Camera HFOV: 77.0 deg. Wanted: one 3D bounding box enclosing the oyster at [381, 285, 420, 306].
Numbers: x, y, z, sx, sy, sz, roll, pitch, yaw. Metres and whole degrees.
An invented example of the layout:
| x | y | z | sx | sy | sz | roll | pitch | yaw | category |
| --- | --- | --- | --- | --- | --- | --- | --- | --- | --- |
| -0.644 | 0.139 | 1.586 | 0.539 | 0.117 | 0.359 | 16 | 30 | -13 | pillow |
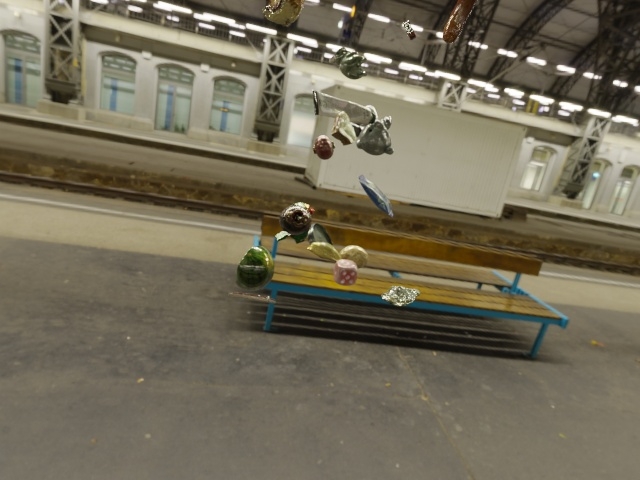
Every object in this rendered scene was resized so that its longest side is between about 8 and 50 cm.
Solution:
| x | y | z | sx | sy | sz | roll | pitch | yaw | category |
| --- | --- | --- | --- | --- | --- | --- | --- | --- | --- |
| 0.343 | 0.239 | 1.742 | 0.125 | 0.064 | 0.177 | 34 | 33 | 33 | oyster |

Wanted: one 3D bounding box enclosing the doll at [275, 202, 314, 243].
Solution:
| x | y | z | sx | sy | sz | roll | pitch | yaw | category |
| --- | --- | --- | --- | --- | --- | --- | --- | --- | --- |
| -0.102 | -0.076 | 1.727 | 0.134 | 0.186 | 0.106 | 8 | 31 | -30 | doll |

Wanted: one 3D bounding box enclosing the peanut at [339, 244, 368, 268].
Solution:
| x | y | z | sx | sy | sz | roll | pitch | yaw | category |
| --- | --- | --- | --- | --- | --- | --- | --- | --- | --- |
| 0.171 | 0.088 | 2.094 | 0.159 | 0.109 | 0.140 | 6 | -23 | -5 | peanut |

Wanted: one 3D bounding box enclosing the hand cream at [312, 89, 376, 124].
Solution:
| x | y | z | sx | sy | sz | roll | pitch | yaw | category |
| --- | --- | --- | --- | --- | --- | --- | --- | --- | --- |
| 0.113 | -0.607 | 1.877 | 0.336 | 0.121 | 0.076 | 4 | -18 | -30 | hand cream |

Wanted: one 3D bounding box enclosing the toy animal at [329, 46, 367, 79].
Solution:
| x | y | z | sx | sy | sz | roll | pitch | yaw | category |
| --- | --- | --- | --- | --- | --- | --- | --- | --- | --- |
| 0.123 | -0.911 | 2.040 | 0.127 | 0.125 | 0.251 | -5 | 39 | -44 | toy animal |

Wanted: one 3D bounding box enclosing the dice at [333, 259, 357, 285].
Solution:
| x | y | z | sx | sy | sz | roll | pitch | yaw | category |
| --- | --- | --- | --- | --- | --- | --- | --- | --- | --- |
| 0.111 | 0.143 | 1.798 | 0.091 | 0.094 | 0.093 | 5 | 23 | -13 | dice |

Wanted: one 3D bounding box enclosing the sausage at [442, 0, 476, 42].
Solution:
| x | y | z | sx | sy | sz | roll | pitch | yaw | category |
| --- | --- | --- | --- | --- | --- | --- | --- | --- | --- |
| 0.642 | -1.040 | 1.800 | 0.076 | 0.302 | 0.102 | 25 | 33 | -3 | sausage |

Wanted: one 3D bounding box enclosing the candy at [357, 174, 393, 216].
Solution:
| x | y | z | sx | sy | sz | roll | pitch | yaw | category |
| --- | --- | --- | --- | --- | --- | --- | --- | --- | --- |
| 0.346 | -0.283 | 2.520 | 0.331 | 0.077 | 0.187 | 47 | 19 | -2 | candy |

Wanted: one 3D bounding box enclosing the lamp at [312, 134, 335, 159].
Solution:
| x | y | z | sx | sy | sz | roll | pitch | yaw | category |
| --- | --- | --- | --- | --- | --- | --- | --- | --- | --- |
| 0.014 | -0.374 | 1.620 | 0.090 | 0.101 | 0.101 | -17 | 14 | 5 | lamp |

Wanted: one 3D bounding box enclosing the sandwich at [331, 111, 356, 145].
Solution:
| x | y | z | sx | sy | sz | roll | pitch | yaw | category |
| --- | --- | --- | --- | --- | --- | --- | --- | --- | --- |
| 0.082 | -0.375 | 1.350 | 0.036 | 0.104 | 0.093 | -11 | -29 | 43 | sandwich |

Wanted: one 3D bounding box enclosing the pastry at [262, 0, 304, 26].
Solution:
| x | y | z | sx | sy | sz | roll | pitch | yaw | category |
| --- | --- | --- | --- | --- | --- | --- | --- | --- | --- |
| -0.159 | -1.220 | 2.024 | 0.170 | 0.255 | 0.237 | 24 | -31 | -39 | pastry |

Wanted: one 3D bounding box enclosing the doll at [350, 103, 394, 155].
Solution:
| x | y | z | sx | sy | sz | roll | pitch | yaw | category |
| --- | --- | --- | --- | --- | --- | --- | --- | --- | --- |
| 0.257 | -0.593 | 2.074 | 0.246 | 0.340 | 0.158 | -2 | -22 | -11 | doll |

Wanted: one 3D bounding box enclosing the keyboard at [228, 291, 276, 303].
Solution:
| x | y | z | sx | sy | sz | roll | pitch | yaw | category |
| --- | --- | --- | --- | --- | --- | --- | --- | --- | --- |
| -0.234 | 0.193 | 1.370 | 0.166 | 0.017 | 0.055 | 4 | -13 | 26 | keyboard |

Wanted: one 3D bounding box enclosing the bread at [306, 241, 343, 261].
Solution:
| x | y | z | sx | sy | sz | roll | pitch | yaw | category |
| --- | --- | --- | --- | --- | --- | --- | --- | --- | --- |
| 0.038 | 0.046 | 1.945 | 0.188 | 0.065 | 0.149 | 25 | 14 | 23 | bread |

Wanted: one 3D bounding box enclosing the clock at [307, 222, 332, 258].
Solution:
| x | y | z | sx | sy | sz | roll | pitch | yaw | category |
| --- | --- | --- | --- | --- | --- | --- | --- | --- | --- |
| 0.000 | 0.000 | 2.320 | 0.042 | 0.214 | 0.215 | -25 | -1 | 25 | clock |

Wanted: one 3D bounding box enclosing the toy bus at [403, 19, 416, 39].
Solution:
| x | y | z | sx | sy | sz | roll | pitch | yaw | category |
| --- | --- | --- | --- | --- | --- | --- | --- | --- | --- |
| 0.394 | -0.930 | 1.778 | 0.043 | 0.031 | 0.110 | 40 | 34 | -47 | toy bus |

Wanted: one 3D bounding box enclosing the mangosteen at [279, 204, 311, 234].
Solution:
| x | y | z | sx | sy | sz | roll | pitch | yaw | category |
| --- | --- | --- | --- | --- | --- | --- | --- | --- | --- |
| -0.095 | -0.083 | 1.599 | 0.140 | 0.140 | 0.140 | 10 | 15 | -3 | mangosteen |

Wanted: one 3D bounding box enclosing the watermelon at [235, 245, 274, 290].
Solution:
| x | y | z | sx | sy | sz | roll | pitch | yaw | category |
| --- | --- | --- | --- | --- | --- | --- | --- | --- | --- |
| -0.279 | 0.143 | 1.809 | 0.127 | 0.232 | 0.204 | 28 | 44 | 25 | watermelon |
